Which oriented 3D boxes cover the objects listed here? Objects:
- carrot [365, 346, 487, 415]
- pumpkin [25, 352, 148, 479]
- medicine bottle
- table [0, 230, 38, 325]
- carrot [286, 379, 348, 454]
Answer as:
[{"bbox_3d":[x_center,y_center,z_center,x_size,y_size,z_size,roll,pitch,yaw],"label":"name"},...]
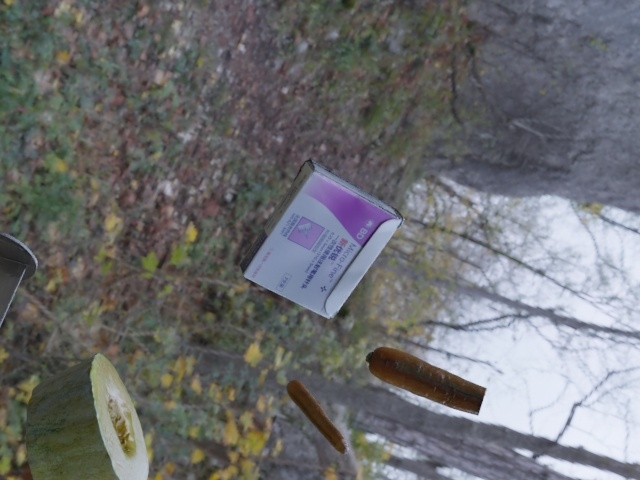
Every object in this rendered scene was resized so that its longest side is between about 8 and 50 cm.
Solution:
[{"bbox_3d":[0.187,0.252,1.481,0.067,0.225,0.067,-58,161,-34],"label":"carrot"},{"bbox_3d":[-0.523,0.437,1.796,0.332,0.199,0.332,160,-90,-85],"label":"pumpkin"},{"bbox_3d":[0.000,0.000,1.240,0.201,0.171,0.052,-55,-157,13],"label":"medicine bottle"},{"bbox_3d":[-0.646,0.111,1.514,0.167,0.167,0.226,122,-17,-50],"label":"table"},{"bbox_3d":[-0.007,0.380,1.775,0.248,0.043,0.043,41,-69,48],"label":"carrot"}]
